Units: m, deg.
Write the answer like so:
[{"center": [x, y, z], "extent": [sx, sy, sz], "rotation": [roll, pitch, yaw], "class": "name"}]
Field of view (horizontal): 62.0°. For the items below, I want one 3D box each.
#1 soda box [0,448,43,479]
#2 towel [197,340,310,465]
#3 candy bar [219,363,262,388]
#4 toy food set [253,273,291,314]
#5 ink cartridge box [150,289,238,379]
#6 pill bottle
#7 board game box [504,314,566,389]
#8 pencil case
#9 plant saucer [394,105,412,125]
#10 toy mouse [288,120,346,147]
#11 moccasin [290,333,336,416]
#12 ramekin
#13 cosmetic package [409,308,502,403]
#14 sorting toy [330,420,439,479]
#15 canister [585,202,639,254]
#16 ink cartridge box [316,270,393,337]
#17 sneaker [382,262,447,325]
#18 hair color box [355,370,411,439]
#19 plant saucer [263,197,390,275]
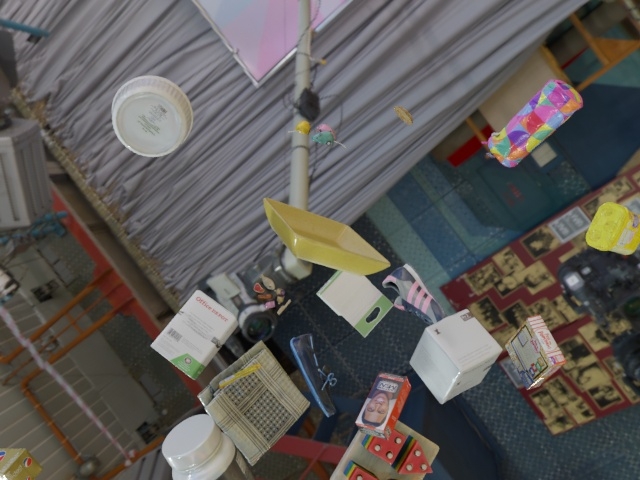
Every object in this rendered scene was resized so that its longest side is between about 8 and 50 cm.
[{"center": [-0.636, 0.451, 1.046], "extent": [0.061, 0.181, 0.058], "rotation": [65, -149, -24], "class": "soda box"}, {"center": [-0.230, 0.572, 1.904], "extent": [0.324, 0.312, 0.056], "rotation": [52, 153, -4], "class": "towel"}, {"center": [-0.276, 0.462, 1.825], "extent": [0.040, 0.162, 0.018], "rotation": [11, 123, 67], "class": "candy bar"}, {"center": [-0.151, 0.161, 1.584], "extent": [0.122, 0.078, 0.019], "rotation": [38, 167, 11], "class": "toy food set"}, {"center": [-0.379, 0.288, 1.632], "extent": [0.160, 0.219, 0.092], "rotation": [35, 162, 11], "class": "ink cartridge box"}, {"center": [-0.329, 0.731, 1.647], "extent": [0.204, 0.204, 0.361], "rotation": [-85, -27, -66], "class": "pill bottle"}, {"center": [0.606, 0.321, 1.517], "extent": [0.193, 0.045, 0.146], "rotation": [95, 160, -56], "class": "board game box"}, {"center": [0.507, -0.279, 1.283], "extent": [0.104, 0.236, 0.104], "rotation": [25, -139, -24], "class": "pencil case"}, {"center": [0.274, -0.410, 1.734], "extent": [0.083, 0.015, 0.083], "rotation": [46, 180, 0], "class": "plant saucer"}, {"center": [0.008, -0.287, 1.422], "extent": [0.143, 0.031, 0.161], "rotation": [24, -156, 8], "class": "toy mouse"}, {"center": [-0.008, 0.529, 2.134], "extent": [0.341, 0.117, 0.137], "rotation": [64, 168, 15], "class": "moccasin"}, {"center": [-0.439, -0.315, 1.382], "extent": [0.207, 0.207, 0.109], "rotation": [44, -168, -26], "class": "ramekin"}, {"center": [0.365, 0.317, 1.456], "extent": [0.151, 0.151, 0.183], "rotation": [53, 150, 33], "class": "cosmetic package"}, {"center": [0.207, 0.676, 1.585], "extent": [0.255, 0.257, 0.089], "rotation": [35, 170, -11], "class": "sorting toy"}, {"center": [0.803, -0.027, 1.438], "extent": [0.170, 0.126, 0.073], "rotation": [10, -164, -40], "class": "canister"}, {"center": [0.128, 0.216, 1.967], "extent": [0.235, 0.171, 0.056], "rotation": [45, 168, -5], "class": "ink cartridge box"}, {"center": [0.332, 0.227, 1.829], "extent": [0.319, 0.131, 0.112], "rotation": [58, 175, 39], "class": "sneaker"}, {"center": [0.142, 0.366, 1.190], "extent": [0.141, 0.072, 0.043], "rotation": [-57, -44, -37], "class": "hair color box"}, {"center": [0.000, 0.000, 1.619], "extent": [0.333, 0.080, 0.333], "rotation": [18, -166, -28], "class": "plant saucer"}]
